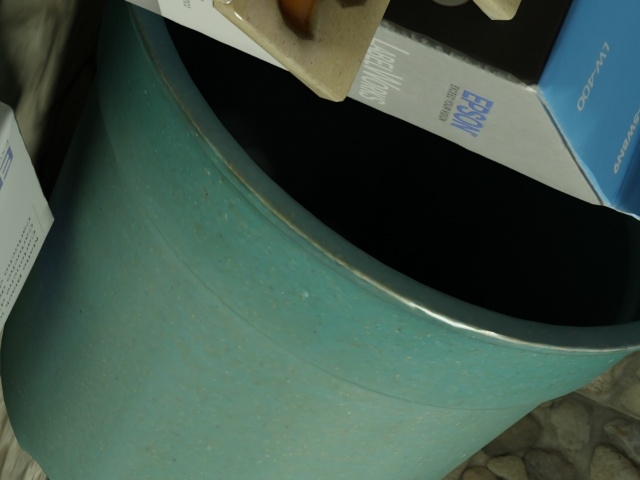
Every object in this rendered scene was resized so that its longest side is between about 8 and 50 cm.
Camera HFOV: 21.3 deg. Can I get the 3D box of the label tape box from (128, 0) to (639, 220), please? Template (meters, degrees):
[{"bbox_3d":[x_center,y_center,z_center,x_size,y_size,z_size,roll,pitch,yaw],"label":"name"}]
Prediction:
[{"bbox_3d":[0.064,-0.166,0.608,0.106,0.333,0.241,99,14,-79],"label":"label tape box"}]

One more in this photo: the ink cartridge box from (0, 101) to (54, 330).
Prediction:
[{"bbox_3d":[-0.185,0.065,0.745,0.224,0.045,0.223,102,12,-75],"label":"ink cartridge box"}]

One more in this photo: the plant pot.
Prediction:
[{"bbox_3d":[0.000,0.000,0.899,0.334,0.341,0.341,-54,-174,44],"label":"plant pot"}]

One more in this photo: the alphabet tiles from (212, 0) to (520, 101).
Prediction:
[{"bbox_3d":[0.001,-0.209,0.419,0.342,0.011,0.285,36,74,-49],"label":"alphabet tiles"}]
